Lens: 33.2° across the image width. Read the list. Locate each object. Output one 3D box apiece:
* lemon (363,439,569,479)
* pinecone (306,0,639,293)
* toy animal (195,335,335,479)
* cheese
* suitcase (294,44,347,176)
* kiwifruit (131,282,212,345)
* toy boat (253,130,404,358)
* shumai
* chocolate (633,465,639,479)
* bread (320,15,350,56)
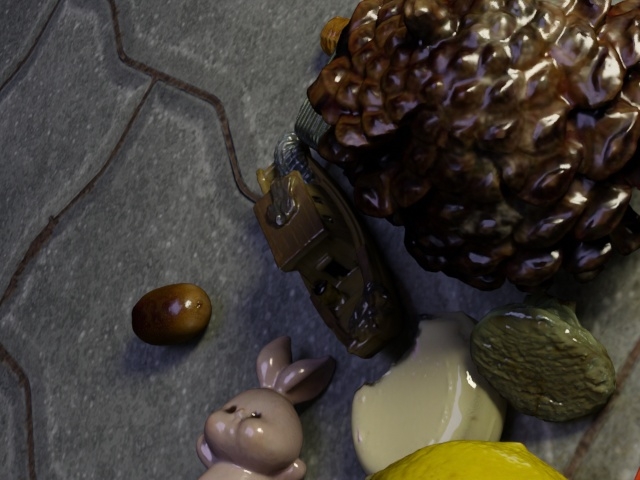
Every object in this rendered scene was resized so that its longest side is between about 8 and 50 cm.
[{"bbox_3d":[0.119,0.247,0.801,0.231,0.192,0.192,37,97,25],"label":"lemon"},{"bbox_3d":[0.164,-0.100,0.900,0.298,0.296,0.242,-24,18,24],"label":"pinecone"},{"bbox_3d":[-0.069,0.194,1.102,0.124,0.124,0.212,1,73,48],"label":"toy animal"},{"bbox_3d":[0.103,0.193,0.951,0.163,0.071,0.248,-33,47,31],"label":"cheese"},{"bbox_3d":[0.116,-0.190,1.116,0.312,0.128,0.202,-59,37,4],"label":"suitcase"},{"bbox_3d":[-0.183,0.091,1.320,0.124,0.075,0.075,-20,54,44],"label":"kiwifruit"},{"bbox_3d":[0.000,0.000,1.140,0.089,0.121,0.321,-41,43,15],"label":"toy boat"},{"bbox_3d":[0.195,0.090,0.915,0.099,0.124,0.087,-55,-5,38],"label":"shumai"},{"bbox_3d":[0.317,0.246,0.469,0.161,0.341,0.360,-41,30,-30],"label":"chocolate"},{"bbox_3d":[0.050,-0.230,1.278,0.157,0.044,0.052,35,101,52],"label":"bread"}]
